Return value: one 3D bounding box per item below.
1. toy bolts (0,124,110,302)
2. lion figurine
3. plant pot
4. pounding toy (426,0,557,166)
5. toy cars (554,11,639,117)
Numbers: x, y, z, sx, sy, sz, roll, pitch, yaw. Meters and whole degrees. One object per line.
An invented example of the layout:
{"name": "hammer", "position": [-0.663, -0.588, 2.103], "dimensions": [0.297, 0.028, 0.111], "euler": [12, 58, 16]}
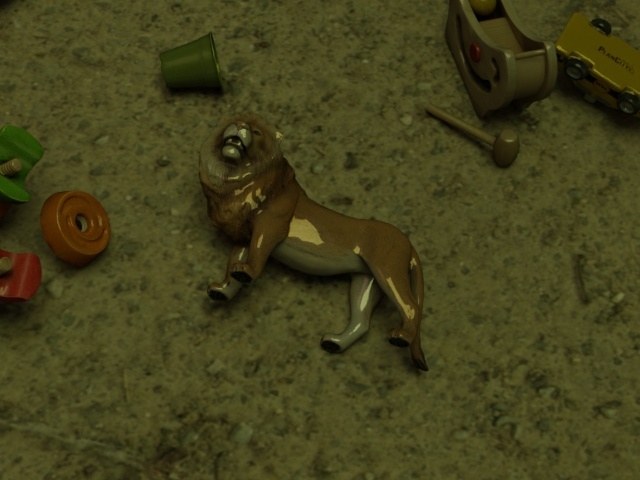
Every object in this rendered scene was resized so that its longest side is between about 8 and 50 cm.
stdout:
{"name": "toy bolts", "position": [-0.409, 0.007, 1.481], "dimensions": [0.218, 0.158, 0.228], "euler": [40, 45, -34]}
{"name": "lion figurine", "position": [0.000, 0.000, 1.534], "dimensions": [0.392, 0.142, 0.240], "euler": [28, 56, -10]}
{"name": "plant pot", "position": [-0.185, -0.248, 1.642], "dimensions": [0.079, 0.083, 0.083], "euler": [-11, 67, -1]}
{"name": "pounding toy", "position": [0.233, -0.252, 1.659], "dimensions": [0.155, 0.154, 0.269], "euler": [-13, 67, -14]}
{"name": "toy cars", "position": [0.527, -0.257, 1.748], "dimensions": [0.394, 0.087, 0.176], "euler": [-5, 71, -14]}
